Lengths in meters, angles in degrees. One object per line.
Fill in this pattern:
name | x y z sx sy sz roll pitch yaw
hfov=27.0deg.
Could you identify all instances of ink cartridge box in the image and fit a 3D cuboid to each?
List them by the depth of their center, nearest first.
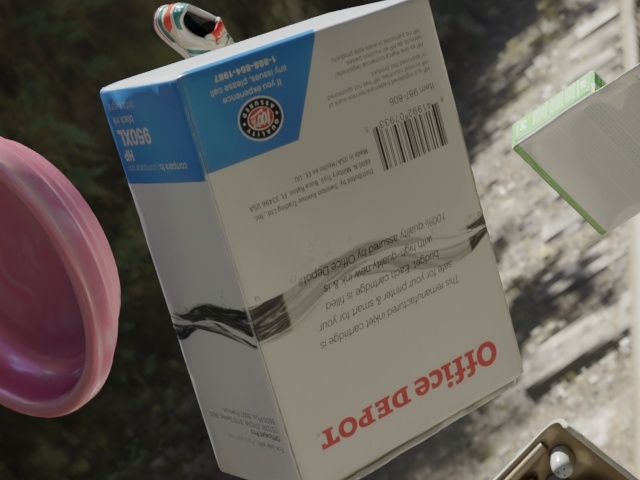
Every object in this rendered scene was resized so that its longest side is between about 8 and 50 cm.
ink cartridge box | 0.000 0.000 1.263 0.285 0.394 0.166 -24 14 -32
ink cartridge box | 0.360 -0.125 1.516 0.235 0.171 0.056 -35 25 30

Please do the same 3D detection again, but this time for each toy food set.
toy food set | 0.331 0.421 1.889 0.306 0.220 0.092 -50 8 21

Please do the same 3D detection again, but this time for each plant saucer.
plant saucer | -0.325 0.023 1.382 0.332 0.332 0.084 -25 10 47

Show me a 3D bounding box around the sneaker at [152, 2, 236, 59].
sneaker | -0.140 -0.254 1.738 0.075 0.161 0.057 -4 55 55
